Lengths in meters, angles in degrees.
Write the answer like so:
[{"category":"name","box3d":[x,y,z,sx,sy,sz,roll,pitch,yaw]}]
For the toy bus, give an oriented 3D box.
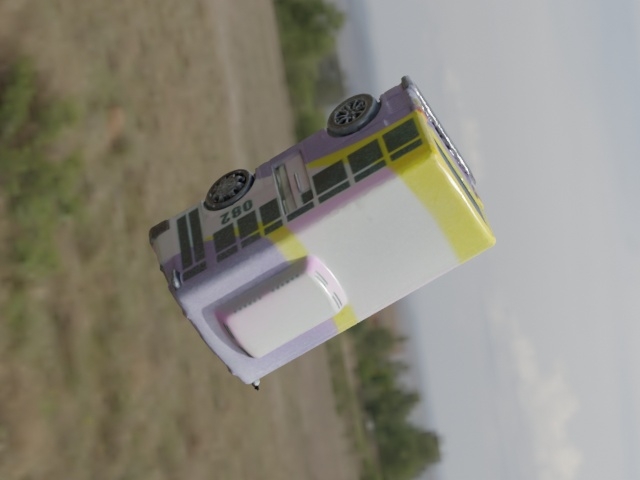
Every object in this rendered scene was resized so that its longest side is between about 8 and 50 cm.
[{"category":"toy bus","box3d":[0.000,0.000,0.590,0.052,0.102,0.058,54,10,-31]}]
